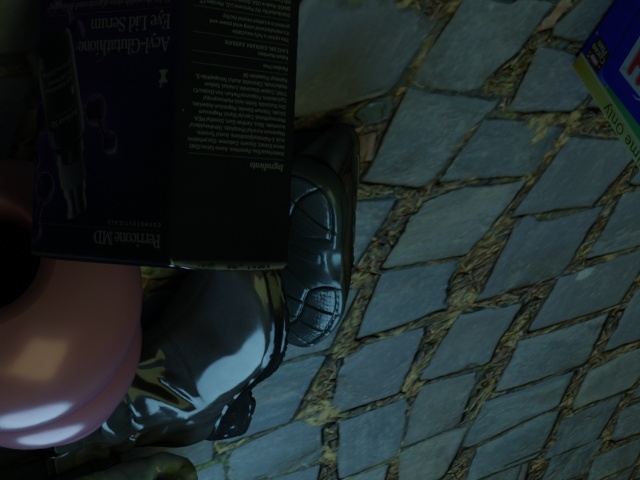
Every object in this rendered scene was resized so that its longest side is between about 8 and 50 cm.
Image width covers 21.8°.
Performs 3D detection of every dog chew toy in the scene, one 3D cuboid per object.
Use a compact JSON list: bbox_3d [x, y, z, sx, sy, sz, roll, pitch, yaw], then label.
[{"bbox_3d":[-0.231,0.072,1.310,0.206,0.207,0.332,-27,159,-8],"label":"dog chew toy"}]

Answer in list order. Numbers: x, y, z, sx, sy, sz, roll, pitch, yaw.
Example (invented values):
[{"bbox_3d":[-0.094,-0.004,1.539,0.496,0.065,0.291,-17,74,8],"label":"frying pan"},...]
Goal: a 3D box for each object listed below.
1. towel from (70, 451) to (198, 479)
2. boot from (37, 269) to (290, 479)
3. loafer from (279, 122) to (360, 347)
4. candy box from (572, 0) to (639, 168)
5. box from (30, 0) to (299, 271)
[{"bbox_3d":[-0.302,0.344,1.697,0.374,0.090,0.320,-18,161,-12],"label":"towel"},{"bbox_3d":[-0.161,0.113,1.530,0.222,0.118,0.338,-12,142,-23],"label":"boot"},{"bbox_3d":[0.000,0.000,1.525,0.084,0.096,0.267,-53,165,-33],"label":"loafer"},{"bbox_3d":[0.393,-0.171,1.442,0.122,0.268,0.317,-5,143,-34],"label":"candy box"},{"bbox_3d":[-0.105,-0.085,1.115,0.153,0.207,0.108,2,179,44],"label":"box"}]
